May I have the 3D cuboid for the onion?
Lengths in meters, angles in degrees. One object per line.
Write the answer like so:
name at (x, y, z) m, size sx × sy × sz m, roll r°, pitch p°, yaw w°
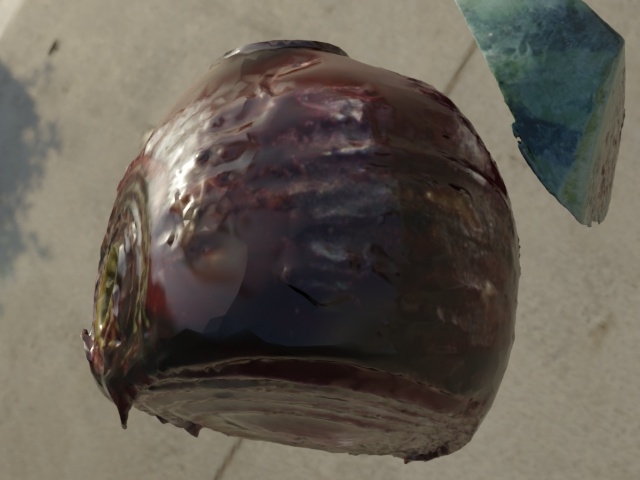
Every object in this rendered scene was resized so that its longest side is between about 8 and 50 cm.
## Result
onion at (0.002, -0.003, 0.655) m, size 0.207 × 0.216 × 0.206 m, roll 135°, pitch 142°, yaw -62°

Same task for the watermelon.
watermelon at (0.132, -0.095, 0.722) m, size 0.081 × 0.094 × 0.180 m, roll -24°, pitch 84°, yaw 1°
